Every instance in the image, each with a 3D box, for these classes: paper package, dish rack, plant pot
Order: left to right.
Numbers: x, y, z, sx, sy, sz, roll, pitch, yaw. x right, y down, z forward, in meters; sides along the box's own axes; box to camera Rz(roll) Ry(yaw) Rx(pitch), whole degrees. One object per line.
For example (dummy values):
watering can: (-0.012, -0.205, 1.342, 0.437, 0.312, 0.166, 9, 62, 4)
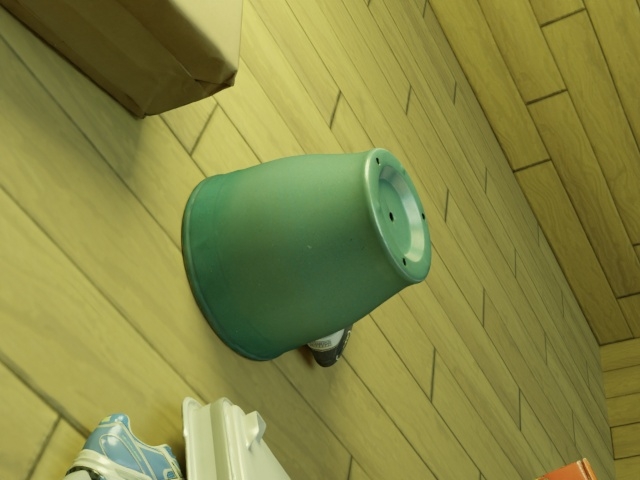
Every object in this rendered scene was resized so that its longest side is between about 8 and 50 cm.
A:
paper package: (-0.237, -0.369, 0.925, 0.309, 0.168, 0.325, 41, 40, -46)
dish rack: (-0.041, 0.330, 0.797, 0.333, 0.072, 0.285, -111, 175, -59)
plant pot: (0.000, 0.000, 1.042, 0.271, 0.255, 0.272, 42, 38, -45)

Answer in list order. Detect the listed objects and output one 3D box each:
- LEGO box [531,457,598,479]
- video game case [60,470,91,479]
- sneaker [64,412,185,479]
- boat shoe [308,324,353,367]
LEGO box: (0.232, 0.535, 0.870, 0.193, 0.372, 0.500, 61, 11, -21)
video game case: (-0.153, 0.281, 0.487, 0.193, 0.023, 0.212, -45, 112, -77)
sneaker: (-0.156, 0.252, 0.776, 0.211, 0.080, 0.081, 53, 35, -35)
boat shoe: (0.027, 0.110, 1.235, 0.228, 0.080, 0.076, -75, 159, -54)
